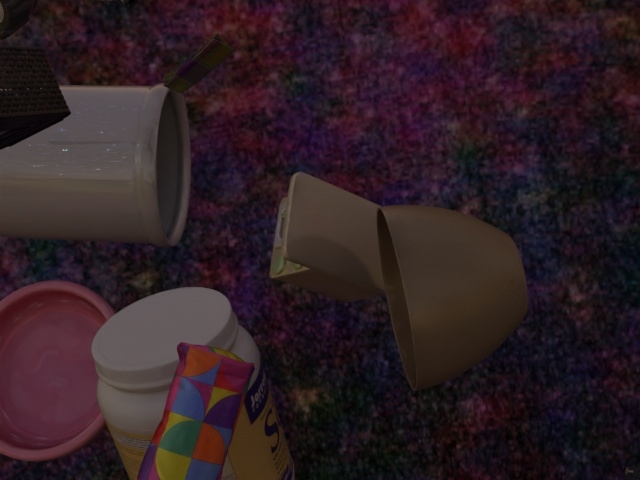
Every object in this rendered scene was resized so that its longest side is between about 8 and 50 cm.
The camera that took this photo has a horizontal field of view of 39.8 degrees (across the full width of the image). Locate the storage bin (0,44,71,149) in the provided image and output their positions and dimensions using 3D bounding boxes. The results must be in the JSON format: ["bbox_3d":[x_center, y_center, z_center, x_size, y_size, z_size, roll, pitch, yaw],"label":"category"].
[{"bbox_3d":[-0.373,-0.148,0.959,0.122,0.084,0.180,-22,5,17],"label":"storage bin"}]

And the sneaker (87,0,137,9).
[{"bbox_3d":[-0.316,-0.380,1.371,0.098,0.038,0.069,-26,66,-1],"label":"sneaker"}]

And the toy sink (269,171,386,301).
[{"bbox_3d":[0.000,0.000,1.519,0.131,0.234,0.153,-15,62,48],"label":"toy sink"}]

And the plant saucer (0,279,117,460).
[{"bbox_3d":[-0.502,0.244,1.653,0.331,0.084,0.332,-4,73,13],"label":"plant saucer"}]

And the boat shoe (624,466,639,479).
[{"bbox_3d":[0.482,0.324,1.184,0.095,0.254,0.079,13,67,-3],"label":"boat shoe"}]

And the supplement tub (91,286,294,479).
[{"bbox_3d":[-0.186,0.261,1.306,0.240,0.332,0.241,-11,27,6],"label":"supplement tub"}]

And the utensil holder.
[{"bbox_3d":[-0.480,-0.156,1.778,0.385,0.328,0.328,2,34,4],"label":"utensil holder"}]

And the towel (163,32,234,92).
[{"bbox_3d":[-0.136,-0.198,0.993,0.083,0.009,0.060,-39,-9,10],"label":"towel"}]

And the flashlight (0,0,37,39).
[{"bbox_3d":[-0.385,-0.394,1.231,0.103,0.103,0.304,9,43,19],"label":"flashlight"}]

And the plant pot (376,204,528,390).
[{"bbox_3d":[0.206,0.072,1.353,0.190,0.284,0.284,-10,32,-1],"label":"plant pot"}]

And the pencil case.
[{"bbox_3d":[-0.153,0.237,1.015,0.104,0.104,0.237,13,79,32],"label":"pencil case"}]
